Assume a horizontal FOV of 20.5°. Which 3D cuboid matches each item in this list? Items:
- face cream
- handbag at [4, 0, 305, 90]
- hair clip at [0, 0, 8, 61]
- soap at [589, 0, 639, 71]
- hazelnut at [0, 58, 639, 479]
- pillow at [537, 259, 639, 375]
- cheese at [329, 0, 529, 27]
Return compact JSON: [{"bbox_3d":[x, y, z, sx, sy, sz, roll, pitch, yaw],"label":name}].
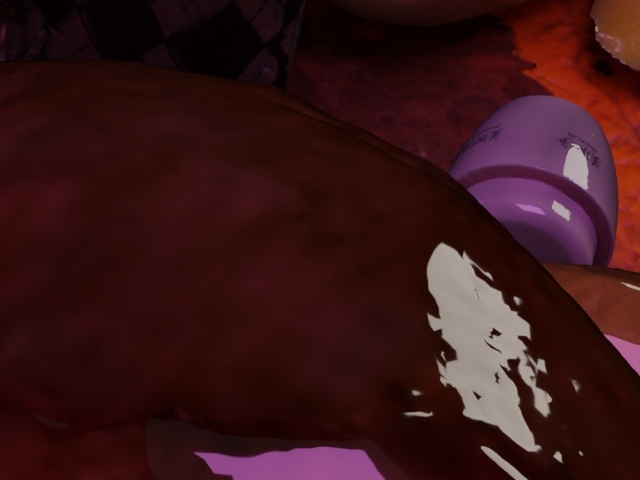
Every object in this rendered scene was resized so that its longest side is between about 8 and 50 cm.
[{"bbox_3d":[0.105,-0.019,0.889,0.091,0.091,0.095,19,48,2],"label":"face cream"},{"bbox_3d":[-0.041,-0.280,0.848,0.180,0.317,0.416,8,48,-4],"label":"handbag"},{"bbox_3d":[-0.140,-0.157,0.953,0.146,0.075,0.257,29,49,17],"label":"hair clip"},{"bbox_3d":[0.220,-0.138,1.025,0.168,0.033,0.089,-16,56,-20],"label":"soap"},{"bbox_3d":[-0.070,0.145,0.602,0.421,0.353,0.421,0,88,14],"label":"hazelnut"},{"bbox_3d":[0.232,0.131,0.735,0.310,0.119,0.312,4,43,-55],"label":"pillow"},{"bbox_3d":[0.094,-0.297,1.034,0.351,0.129,0.328,-23,72,-20],"label":"cheese"}]
